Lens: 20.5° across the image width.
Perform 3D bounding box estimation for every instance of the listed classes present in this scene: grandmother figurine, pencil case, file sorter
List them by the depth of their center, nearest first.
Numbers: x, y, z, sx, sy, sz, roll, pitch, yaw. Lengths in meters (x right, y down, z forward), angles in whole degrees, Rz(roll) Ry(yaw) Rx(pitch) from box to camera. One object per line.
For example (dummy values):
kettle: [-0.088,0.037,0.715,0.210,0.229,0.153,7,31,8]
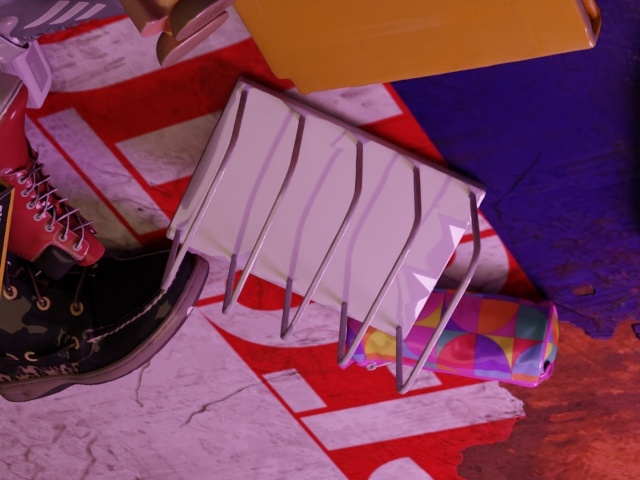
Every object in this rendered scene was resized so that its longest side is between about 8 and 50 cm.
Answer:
grandmother figurine: [-0.203,-0.316,1.494,0.342,0.104,0.208,51,150,2]
file sorter: [0.000,0.000,1.761,0.278,0.173,0.193,24,113,-7]
pencil case: [0.141,0.102,1.930,0.236,0.104,0.104,4,138,15]

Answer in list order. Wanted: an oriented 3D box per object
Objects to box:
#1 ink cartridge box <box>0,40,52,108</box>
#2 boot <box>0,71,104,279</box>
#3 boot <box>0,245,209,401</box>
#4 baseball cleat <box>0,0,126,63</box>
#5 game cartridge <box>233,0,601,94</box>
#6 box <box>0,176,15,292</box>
ink cartridge box: [-0.402,-0.212,1.785,0.225,0.056,0.181,6,148,16]
boot: [-0.287,-0.058,1.814,0.176,0.088,0.244,28,142,-1]
boot: [-0.335,0.036,2.001,0.377,0.138,0.284,-20,127,42]
baseball cleat: [-0.257,-0.221,1.681,0.206,0.072,0.109,4,125,-21]
game cartridge: [0.056,-0.265,1.590,0.324,0.052,0.285,-6,135,28]
box: [-0.468,-0.038,1.827,0.322,0.079,0.257,34,136,16]
